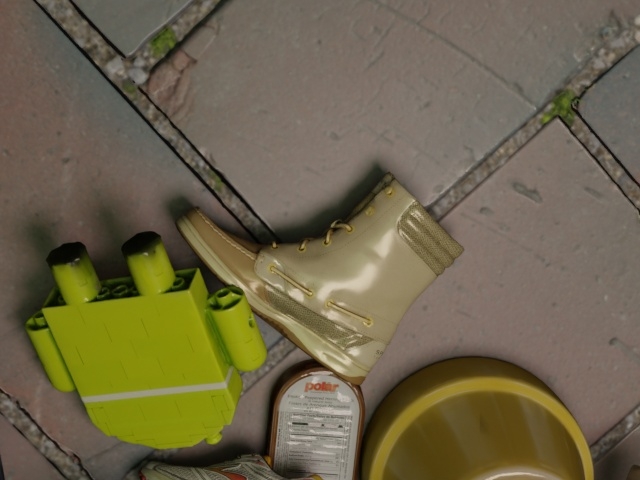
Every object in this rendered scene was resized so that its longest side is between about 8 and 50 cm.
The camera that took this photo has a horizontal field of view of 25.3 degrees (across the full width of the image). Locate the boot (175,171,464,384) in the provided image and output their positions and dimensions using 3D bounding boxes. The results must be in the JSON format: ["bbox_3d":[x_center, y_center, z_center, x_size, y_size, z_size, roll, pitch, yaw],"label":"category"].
[{"bbox_3d":[0.000,0.000,1.500,0.262,0.095,0.203,39,92,-6],"label":"boot"}]

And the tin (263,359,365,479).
[{"bbox_3d":[-0.006,0.226,1.573,0.106,0.040,0.189,4,100,-10],"label":"tin"}]

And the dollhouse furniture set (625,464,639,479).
[{"bbox_3d":[0.387,0.451,1.503,0.201,0.152,0.374,14,124,28],"label":"dollhouse furniture set"}]

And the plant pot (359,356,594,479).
[{"bbox_3d":[0.176,0.275,1.495,0.254,0.239,0.254,-1,101,-4],"label":"plant pot"}]

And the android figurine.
[{"bbox_3d":[-0.180,0.115,1.484,0.248,0.056,0.273,-9,123,17],"label":"android figurine"}]

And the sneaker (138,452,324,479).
[{"bbox_3d":[-0.092,0.275,1.531,0.225,0.092,0.088,11,141,22],"label":"sneaker"}]

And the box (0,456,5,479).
[{"bbox_3d":[-0.432,0.305,1.418,0.212,0.293,0.395,-8,102,-4],"label":"box"}]
